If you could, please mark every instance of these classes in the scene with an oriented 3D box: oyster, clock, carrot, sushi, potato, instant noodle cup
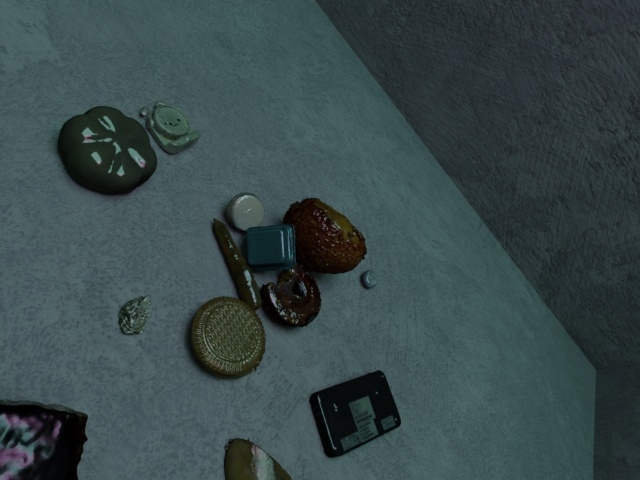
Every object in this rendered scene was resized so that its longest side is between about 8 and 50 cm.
[{"bbox_3d":[-0.498,0.202,1.239,0.098,0.037,0.100,-7,70,-45],"label":"oyster"},{"bbox_3d":[-0.524,-0.403,1.582,0.191,0.062,0.151,50,42,-6],"label":"clock"},{"bbox_3d":[-0.278,0.072,1.511,0.070,0.070,0.343,-13,72,-47],"label":"carrot"},{"bbox_3d":[-0.586,0.441,0.811,0.281,0.299,0.294,11,58,-20],"label":"sushi"},{"bbox_3d":[-0.169,0.654,1.219,0.243,0.098,0.138,45,44,-10],"label":"potato"},{"bbox_3d":[-0.175,0.024,1.531,0.070,0.179,0.157,21,65,-75],"label":"instant noodle cup"}]

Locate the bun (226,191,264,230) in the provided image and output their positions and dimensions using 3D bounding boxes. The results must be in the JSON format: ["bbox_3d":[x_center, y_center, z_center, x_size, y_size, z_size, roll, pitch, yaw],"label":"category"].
[{"bbox_3d":[-0.272,-0.103,1.610,0.138,0.094,0.138,-7,103,-32],"label":"bun"}]

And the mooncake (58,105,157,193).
[{"bbox_3d":[-0.624,-0.268,1.353,0.274,0.135,0.275,23,53,-35],"label":"mooncake"}]

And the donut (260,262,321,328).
[{"bbox_3d":[-0.101,0.196,1.573,0.216,0.096,0.230,46,42,-14],"label":"donut"}]

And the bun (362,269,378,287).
[{"bbox_3d":[0.206,0.164,1.920,0.083,0.045,0.083,20,55,-31],"label":"bun"}]

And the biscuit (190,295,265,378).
[{"bbox_3d":[-0.272,0.290,1.364,0.259,0.079,0.259,23,49,-30],"label":"biscuit"}]

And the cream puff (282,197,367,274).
[{"bbox_3d":[-0.003,-0.002,1.656,0.350,0.350,0.229,45,81,-12],"label":"cream puff"}]

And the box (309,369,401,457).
[{"bbox_3d":[0.128,0.587,1.569,0.350,0.058,0.212,-3,68,-44],"label":"box"}]
